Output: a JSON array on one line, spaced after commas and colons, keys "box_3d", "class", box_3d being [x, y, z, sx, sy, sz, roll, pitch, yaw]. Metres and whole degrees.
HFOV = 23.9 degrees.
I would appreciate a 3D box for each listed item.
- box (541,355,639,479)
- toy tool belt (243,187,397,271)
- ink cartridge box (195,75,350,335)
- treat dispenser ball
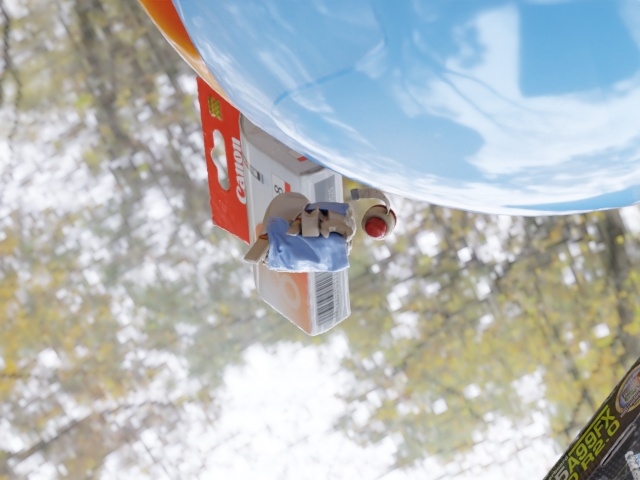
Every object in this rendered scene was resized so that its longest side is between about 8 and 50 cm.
[{"box_3d": [0.280, 0.232, 1.074, 0.216, 0.270, 0.060, -55, -168, 11], "class": "box"}, {"box_3d": [0.000, 0.000, 0.887, 0.083, 0.052, 0.051, -3, -153, 18], "class": "toy tool belt"}, {"box_3d": [-0.050, -0.030, 1.149, 0.045, 0.145, 0.179, -28, -139, -31], "class": "ink cartridge box"}, {"box_3d": [0.064, -0.151, 0.464, 0.288, 0.288, 0.288, -20, -151, 12], "class": "treat dispenser ball"}]
